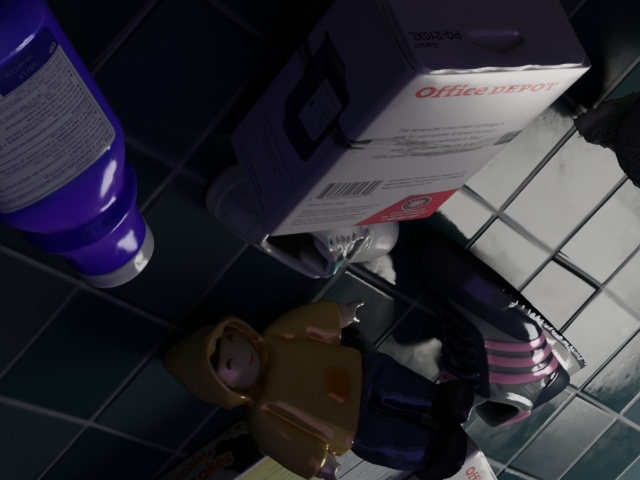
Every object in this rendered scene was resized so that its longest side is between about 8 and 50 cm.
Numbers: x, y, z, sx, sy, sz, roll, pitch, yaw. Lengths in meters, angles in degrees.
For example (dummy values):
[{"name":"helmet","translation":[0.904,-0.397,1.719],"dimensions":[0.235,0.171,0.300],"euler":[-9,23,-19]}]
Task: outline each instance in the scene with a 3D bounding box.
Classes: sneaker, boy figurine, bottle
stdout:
[{"name":"sneaker","translation":[0.163,0.106,1.457],"dimensions":[0.131,0.112,0.319],"euler":[-46,140,3]},{"name":"boy figurine","translation":[-0.002,0.129,1.323],"dimensions":[0.285,0.177,0.092],"euler":[22,157,-20]},{"name":"sneaker","translation":[0.000,0.000,1.238],"dimensions":[0.212,0.094,0.080],"euler":[11,118,-44]},{"name":"bottle","translation":[-0.199,-0.070,1.013],"dimensions":[0.118,0.092,0.283],"euler":[-35,141,-5]}]

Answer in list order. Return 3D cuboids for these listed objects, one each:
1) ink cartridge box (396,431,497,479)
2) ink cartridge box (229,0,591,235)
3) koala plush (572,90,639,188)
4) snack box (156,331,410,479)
[{"name":"ink cartridge box","translation":[0.091,0.294,1.598],"dimensions":[0.203,0.086,0.148],"euler":[-36,142,-6]},{"name":"ink cartridge box","translation":[0.063,-0.107,1.114],"dimensions":[0.172,0.100,0.237],"euler":[-7,156,-34]},{"name":"koala plush","translation":[0.367,-0.117,1.352],"dimensions":[0.221,0.196,0.203],"euler":[-37,151,-9]},{"name":"snack box","translation":[-0.047,0.249,1.466],"dimensions":[0.322,0.060,0.187],"euler":[-35,140,-6]}]
